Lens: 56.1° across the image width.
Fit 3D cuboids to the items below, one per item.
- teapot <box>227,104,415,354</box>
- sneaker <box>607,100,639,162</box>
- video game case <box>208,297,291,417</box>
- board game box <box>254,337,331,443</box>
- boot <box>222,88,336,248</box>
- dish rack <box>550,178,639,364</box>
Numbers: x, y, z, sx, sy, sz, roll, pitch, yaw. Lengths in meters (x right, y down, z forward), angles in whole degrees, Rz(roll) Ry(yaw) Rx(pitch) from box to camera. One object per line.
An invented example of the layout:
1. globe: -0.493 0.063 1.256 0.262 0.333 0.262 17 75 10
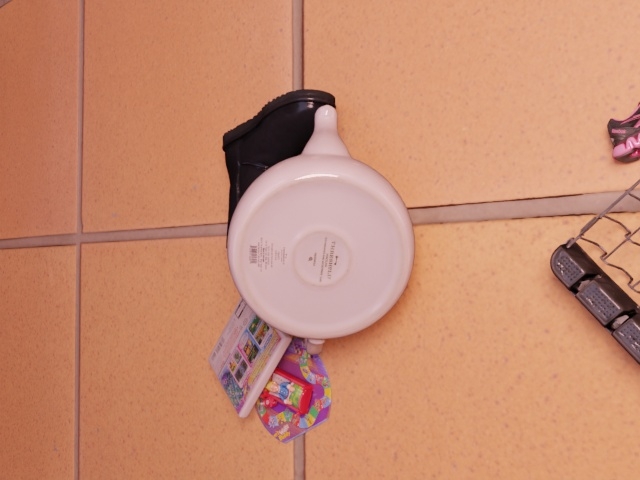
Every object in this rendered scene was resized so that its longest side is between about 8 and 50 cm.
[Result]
1. teapot: 0.000 0.000 0.800 0.256 0.187 0.252 -41 103 10
2. sneaker: 0.350 -0.129 0.610 0.119 0.047 0.057 -27 60 34
3. video game case: -0.118 0.176 0.964 0.143 0.019 0.157 45 112 46
4. board game box: -0.058 0.237 0.930 0.169 0.033 0.133 -39 65 32
5. boot: -0.061 -0.090 0.903 0.247 0.094 0.207 -18 74 44
6. dish rack: 0.374 0.006 0.566 0.271 0.074 0.208 -50 61 24
